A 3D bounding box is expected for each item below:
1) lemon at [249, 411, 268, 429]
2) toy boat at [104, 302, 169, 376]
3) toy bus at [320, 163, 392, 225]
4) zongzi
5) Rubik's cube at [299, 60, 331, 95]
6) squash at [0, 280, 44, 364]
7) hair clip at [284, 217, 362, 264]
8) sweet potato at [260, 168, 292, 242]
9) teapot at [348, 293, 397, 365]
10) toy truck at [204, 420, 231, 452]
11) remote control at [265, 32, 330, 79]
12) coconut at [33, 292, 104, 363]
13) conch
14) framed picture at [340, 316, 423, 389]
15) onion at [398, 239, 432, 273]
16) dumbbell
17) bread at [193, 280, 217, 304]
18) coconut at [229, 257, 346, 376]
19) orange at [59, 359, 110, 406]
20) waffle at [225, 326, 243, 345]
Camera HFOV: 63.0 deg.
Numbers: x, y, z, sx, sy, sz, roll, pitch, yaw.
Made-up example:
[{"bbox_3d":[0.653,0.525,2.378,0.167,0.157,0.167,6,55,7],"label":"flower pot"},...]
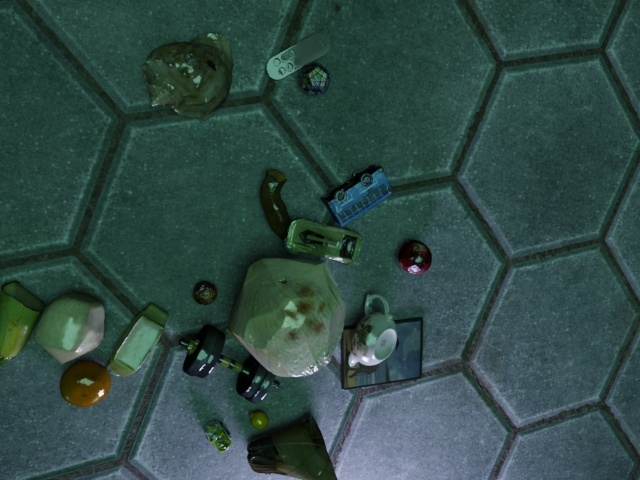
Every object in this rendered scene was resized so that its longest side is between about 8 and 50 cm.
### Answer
[{"bbox_3d":[-0.229,0.668,1.942,0.083,0.062,0.062,37,89,-5],"label":"lemon"},{"bbox_3d":[-0.620,0.350,1.761,0.111,0.084,0.276,37,88,-21],"label":"toy boat"},{"bbox_3d":[0.134,-0.163,1.856,0.234,0.116,0.133,-33,108,-5],"label":"toy bus"},{"bbox_3d":[-0.097,0.831,1.884,0.289,0.317,0.154,-20,131,-10],"label":"zongzi"},{"bbox_3d":[-0.019,-0.542,1.751,0.111,0.111,0.093,33,118,-19],"label":"Rubik's cube"},{"bbox_3d":[-0.954,0.285,1.643,0.137,0.137,0.287,13,102,-17],"label":"squash"},{"bbox_3d":[0.000,0.000,1.849,0.321,0.091,0.138,14,87,-38],"label":"hair clip"},{"bbox_3d":[-0.139,-0.105,1.806,0.112,0.085,0.286,-22,106,-15],"label":"sweet potato"},{"bbox_3d":[0.196,0.351,1.949,0.204,0.139,0.298,17,93,-45],"label":"teapot"},{"bbox_3d":[-0.375,0.716,1.901,0.076,0.077,0.111,-37,107,-7],"label":"toy truck"},{"bbox_3d":[-0.075,-0.620,1.758,0.245,0.022,0.077,-31,109,-7],"label":"remote control"},{"bbox_3d":[-0.784,0.280,1.642,0.224,0.224,0.224,-3,101,-15],"label":"coconut"},{"bbox_3d":[-0.388,-0.508,1.621,0.324,0.186,0.263,-41,126,-4],"label":"conch"},{"bbox_3d":[0.244,0.443,2.055,0.347,0.016,0.265,-3,101,-15],"label":"framed picture"},{"bbox_3d":[0.354,0.062,1.959,0.131,0.131,0.131,-3,101,-15],"label":"onion"},{"bbox_3d":[-0.311,0.428,1.808,0.388,0.185,0.185,31,91,-18],"label":"dumbbell"},{"bbox_3d":[-0.399,0.183,1.805,0.085,0.053,0.085,-3,101,-15],"label":"bread"},{"bbox_3d":[-0.111,0.234,1.729,0.344,0.415,0.415,-21,108,22],"label":"coconut"},{"bbox_3d":[-0.774,0.468,1.721,0.156,0.124,0.156,-7,117,-13],"label":"orange"},{"bbox_3d":[-0.266,0.326,1.829,0.092,0.135,0.021,37,103,19],"label":"waffle"}]
